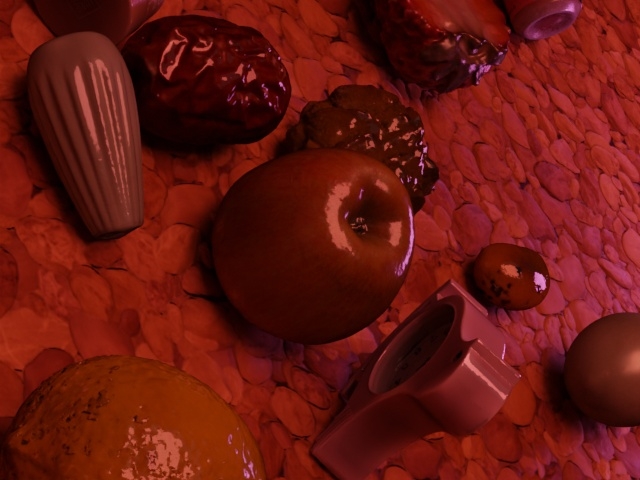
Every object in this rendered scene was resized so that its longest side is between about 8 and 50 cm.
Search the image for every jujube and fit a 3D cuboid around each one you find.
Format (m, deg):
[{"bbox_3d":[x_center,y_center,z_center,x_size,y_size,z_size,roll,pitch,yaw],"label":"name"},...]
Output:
[{"bbox_3d":[-0.153,-0.213,1.692,0.250,0.174,0.174,-4,68,-43],"label":"jujube"}]

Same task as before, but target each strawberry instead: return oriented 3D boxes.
[{"bbox_3d":[0.173,-0.399,2.186,0.265,0.149,0.336,-1,56,-39],"label":"strawberry"}]

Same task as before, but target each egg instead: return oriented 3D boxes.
[{"bbox_3d":[0.500,0.212,2.077,0.253,0.186,0.187,-5,69,-50],"label":"egg"}]

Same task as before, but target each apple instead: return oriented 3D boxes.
[{"bbox_3d":[0.000,0.000,1.652,0.264,0.264,0.264,26,49,-33],"label":"apple"}]

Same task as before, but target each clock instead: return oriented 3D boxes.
[{"bbox_3d":[0.114,0.202,1.625,0.080,0.290,0.275,43,5,-13],"label":"clock"}]

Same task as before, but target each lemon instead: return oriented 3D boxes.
[{"bbox_3d":[-0.186,0.253,1.290,0.310,0.257,0.258,41,41,-32],"label":"lemon"}]

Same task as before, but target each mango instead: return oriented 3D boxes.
[{"bbox_3d":[0.319,0.060,2.070,0.178,0.090,0.115,8,52,-52],"label":"mango"}]

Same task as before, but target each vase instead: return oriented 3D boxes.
[{"bbox_3d":[-0.277,-0.124,1.543,0.128,0.128,0.248,-9,81,-49],"label":"vase"}]

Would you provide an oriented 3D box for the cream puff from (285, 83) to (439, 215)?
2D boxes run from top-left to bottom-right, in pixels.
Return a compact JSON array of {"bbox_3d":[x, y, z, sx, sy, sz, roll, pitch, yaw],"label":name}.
[{"bbox_3d":[0.066,-0.116,1.863,0.244,0.196,0.244,2,84,-21],"label":"cream puff"}]

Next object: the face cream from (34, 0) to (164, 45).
[{"bbox_3d":[-0.286,-0.333,1.644,0.149,0.149,0.104,49,39,-11],"label":"face cream"}]

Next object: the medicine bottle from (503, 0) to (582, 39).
[{"bbox_3d":[0.417,-0.532,2.515,0.147,0.147,0.247,3,63,-45],"label":"medicine bottle"}]

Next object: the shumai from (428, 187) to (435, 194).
[{"bbox_3d":[0.141,-0.106,1.995,0.083,0.080,0.082,24,48,-32],"label":"shumai"}]
